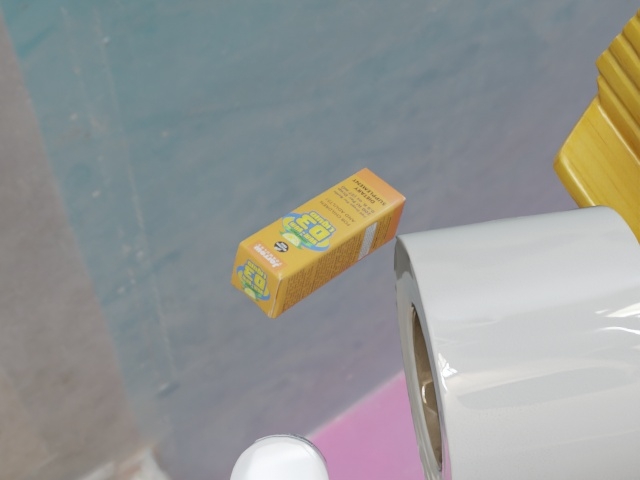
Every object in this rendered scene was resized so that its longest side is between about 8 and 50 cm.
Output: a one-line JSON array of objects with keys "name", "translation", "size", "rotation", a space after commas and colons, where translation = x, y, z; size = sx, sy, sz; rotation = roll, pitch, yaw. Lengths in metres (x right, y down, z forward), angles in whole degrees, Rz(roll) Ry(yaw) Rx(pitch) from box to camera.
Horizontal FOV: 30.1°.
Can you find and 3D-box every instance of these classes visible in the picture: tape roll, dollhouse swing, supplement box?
[{"name": "tape roll", "translation": [0.161, 0.103, 0.937], "size": [0.169, 0.246, 0.246], "rotation": [-8, 153, -2]}, {"name": "dollhouse swing", "translation": [0.325, -0.064, 1.240], "size": [0.305, 0.315, 0.347], "rotation": [-28, 167, -20]}, {"name": "supplement box", "translation": [0.000, 0.000, 1.475], "size": [0.233, 0.078, 0.080], "rotation": [-34, 153, -35]}]

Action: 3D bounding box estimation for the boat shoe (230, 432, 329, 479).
[{"name": "boat shoe", "translation": [-0.048, 0.303, 0.944], "size": [0.102, 0.108, 0.301], "rotation": [53, 44, -79]}]
